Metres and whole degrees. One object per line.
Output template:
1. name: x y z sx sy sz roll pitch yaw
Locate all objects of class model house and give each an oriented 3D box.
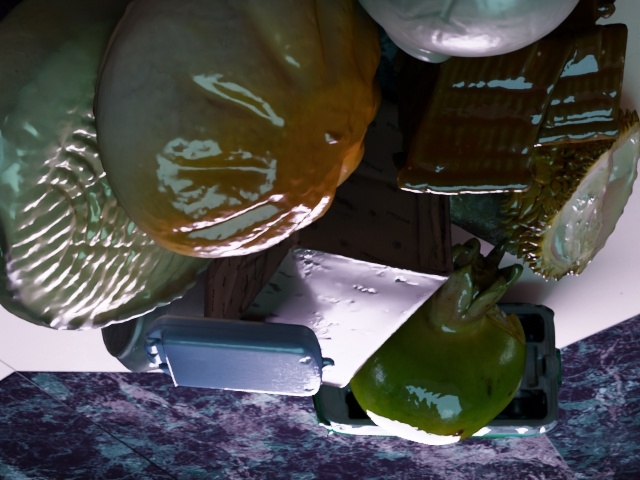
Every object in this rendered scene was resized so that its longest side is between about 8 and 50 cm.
1. model house: 0.177 -0.137 1.323 0.199 0.229 0.220 7 151 -4

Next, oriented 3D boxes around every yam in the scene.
1. yam: 0.192 -0.041 1.636 0.179 0.078 0.078 24 142 -39

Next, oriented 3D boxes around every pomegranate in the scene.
1. pomegranate: 0.148 0.114 1.678 0.236 0.236 0.302 4 146 -11

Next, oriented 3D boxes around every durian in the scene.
1. durian: 0.270 -0.066 1.538 0.138 0.183 0.250 14 144 21

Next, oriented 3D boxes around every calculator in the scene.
1. calculator: -0.088 0.126 1.504 0.210 0.039 0.121 4 149 7

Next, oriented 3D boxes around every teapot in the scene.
1. teapot: -0.146 0.075 1.762 0.225 0.171 0.203 8 119 -29

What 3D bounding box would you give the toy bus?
1. toy bus: 0.150 0.181 1.917 0.343 0.184 0.199 2 168 -5

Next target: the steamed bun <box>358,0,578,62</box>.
1. steamed bun: 0.129 -0.230 1.174 0.228 0.177 0.131 9 143 42

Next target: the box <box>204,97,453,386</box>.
1. box: 0.000 0.000 1.550 0.190 0.225 0.297 11 147 -18

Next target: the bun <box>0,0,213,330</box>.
1. bun: -0.225 -0.100 1.343 0.364 0.202 0.364 -29 140 -29

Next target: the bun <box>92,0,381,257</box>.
1. bun: -0.046 -0.116 1.224 0.164 0.299 0.299 31 168 34
